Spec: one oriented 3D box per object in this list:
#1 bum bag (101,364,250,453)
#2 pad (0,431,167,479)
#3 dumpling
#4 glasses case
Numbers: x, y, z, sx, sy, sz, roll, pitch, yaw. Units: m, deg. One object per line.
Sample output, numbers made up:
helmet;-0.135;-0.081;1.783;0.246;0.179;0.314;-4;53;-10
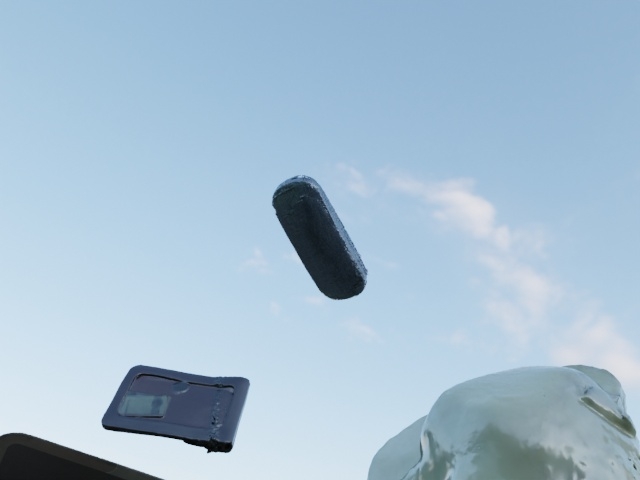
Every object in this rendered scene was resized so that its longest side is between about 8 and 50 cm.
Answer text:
bum bag;-0.172;0.200;0.723;0.159;0.109;0.026;7;-58;5
pad;-0.207;0.284;0.583;0.266;0.002;0.176;26;-69;-15
dumpling;0.171;0.221;0.562;0.242;0.187;0.318;-15;1;35
glasses case;0.000;0.000;1.208;0.109;0.067;0.283;-22;-73;22
